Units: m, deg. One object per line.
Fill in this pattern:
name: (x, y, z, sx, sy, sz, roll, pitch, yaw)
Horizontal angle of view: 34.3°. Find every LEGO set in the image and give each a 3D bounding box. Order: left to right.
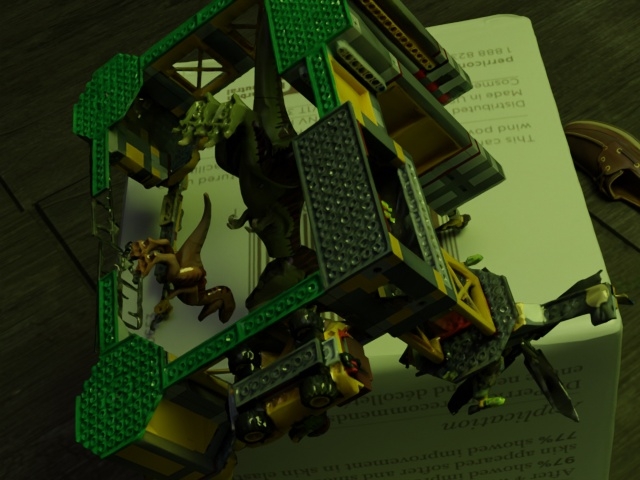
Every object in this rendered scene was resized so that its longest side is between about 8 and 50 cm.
LEGO set: (0.000, 0.000, 0.598, 0.255, 0.192, 0.331, -38, 44, 17)

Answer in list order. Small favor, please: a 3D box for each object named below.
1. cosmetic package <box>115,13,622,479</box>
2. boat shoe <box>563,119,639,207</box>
cosmetic package: (0.041, 0.084, 0.861, 0.329, 0.394, 0.327, -7, 47, 3)
boat shoe: (0.343, -0.083, 1.192, 0.060, 0.064, 0.178, -38, 54, -26)
